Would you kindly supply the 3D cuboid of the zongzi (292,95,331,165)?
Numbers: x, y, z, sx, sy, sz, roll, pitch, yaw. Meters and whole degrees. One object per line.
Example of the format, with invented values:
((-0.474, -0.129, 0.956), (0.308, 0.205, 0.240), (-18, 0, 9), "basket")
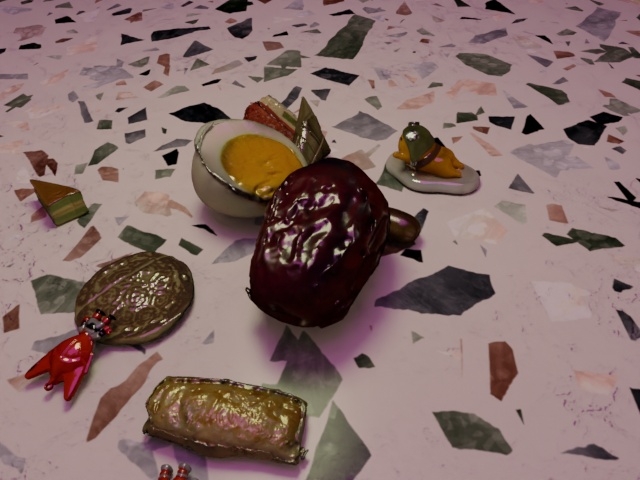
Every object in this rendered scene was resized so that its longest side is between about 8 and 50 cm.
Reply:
((-0.058, -0.250, 1.368), (0.081, 0.178, 0.189), (5, 42, 33), "zongzi")

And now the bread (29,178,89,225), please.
((-0.647, -0.110, 1.318), (0.084, 0.074, 0.139), (-31, 49, -26), "bread")

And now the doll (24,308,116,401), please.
((-0.451, 0.202, 0.989), (0.109, 0.057, 0.169), (19, 63, 19), "doll")

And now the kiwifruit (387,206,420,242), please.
((0.167, -0.037, 1.216), (0.124, 0.075, 0.075), (21, 48, 27), "kiwifruit")

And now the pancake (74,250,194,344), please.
((-0.379, 0.117, 1.103), (0.250, 0.031, 0.250), (-1, 44, 1), "pancake")

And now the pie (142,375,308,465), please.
((-0.153, 0.295, 0.889), (0.282, 0.068, 0.129), (9, 46, 5), "pie")

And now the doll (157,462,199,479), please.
((-0.236, 0.421, 0.754), (0.102, 0.075, 0.227), (-12, 33, 10), "doll")

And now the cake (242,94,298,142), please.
((-0.106, -0.338, 1.504), (0.220, 0.117, 0.086), (14, 40, 18), "cake")

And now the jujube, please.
((0.000, 0.000, 1.070), (0.258, 0.258, 0.377), (11, 58, 13), "jujube")

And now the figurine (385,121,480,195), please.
((0.289, -0.222, 1.353), (0.250, 0.141, 0.166), (13, 45, 15), "figurine")

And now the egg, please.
((-0.173, -0.150, 1.283), (0.286, 0.174, 0.264), (2, 53, -25), "egg")
